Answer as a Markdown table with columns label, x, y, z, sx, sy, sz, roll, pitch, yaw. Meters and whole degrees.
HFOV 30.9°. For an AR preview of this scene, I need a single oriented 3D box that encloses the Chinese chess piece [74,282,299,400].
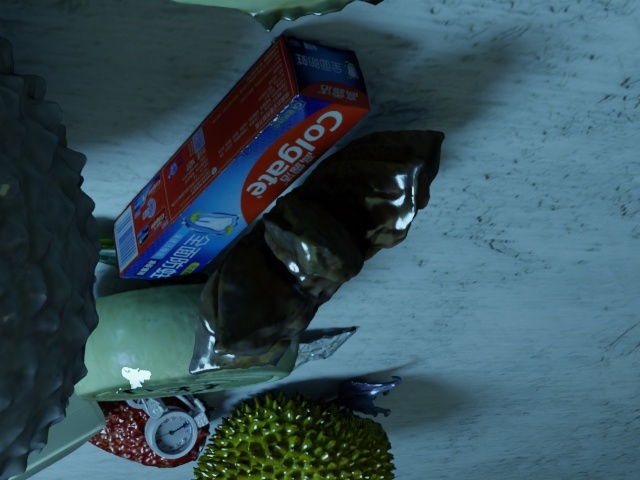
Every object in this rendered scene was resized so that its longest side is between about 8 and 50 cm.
| label | x | y | z | sx | sy | sz | roll | pitch | yaw |
| --- | --- | --- | --- | --- | --- | --- | --- | --- | --- |
| Chinese chess piece | -0.147 | 0.108 | 1.222 | 0.250 | 0.101 | 0.250 | -7 | 170 | -1 |

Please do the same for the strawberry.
| label | x | y | z | sx | sy | sz | roll | pitch | yaw |
| --- | --- | --- | --- | --- | --- | --- | --- | --- | --- |
| strawberry | -0.247 | 0.274 | 1.585 | 0.208 | 0.087 | 0.167 | -5 | 153 | -11 |

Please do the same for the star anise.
| label | x | y | z | sx | sy | sz | roll | pitch | yaw |
| --- | --- | --- | --- | --- | --- | --- | --- | --- | --- |
| star anise | -0.009 | 0.010 | 1.038 | 0.315 | 0.108 | 0.315 | -49 | 180 | 0 |

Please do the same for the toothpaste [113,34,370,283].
| label | x | y | z | sx | sy | sz | roll | pitch | yaw |
| --- | --- | --- | --- | --- | --- | --- | --- | --- | --- |
| toothpaste | -0.082 | -0.061 | 1.032 | 0.076 | 0.066 | 0.320 | 7 | 149 | -35 |

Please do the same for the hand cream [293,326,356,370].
| label | x | y | z | sx | sy | sz | roll | pitch | yaw |
| --- | --- | --- | --- | --- | --- | --- | --- | --- | --- |
| hand cream | -0.083 | 0.145 | 1.451 | 0.257 | 0.050 | 0.084 | -2 | 149 | -25 |

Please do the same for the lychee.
| label | x | y | z | sx | sy | sz | roll | pitch | yaw |
| --- | --- | --- | --- | --- | --- | --- | --- | --- | --- |
| lychee | -0.336 | 0.023 | 0.786 | 0.380 | 0.380 | 0.432 | 0 | 132 | -22 |

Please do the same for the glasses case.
| label | x | y | z | sx | sy | sz | roll | pitch | yaw |
| --- | --- | --- | --- | --- | --- | --- | --- | --- | --- |
| glasses case | -0.413 | 0.277 | 1.393 | 0.313 | 0.070 | 0.131 | -27 | 171 | -41 |

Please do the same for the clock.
| label | x | y | z | sx | sy | sz | roll | pitch | yaw |
| --- | --- | --- | --- | --- | --- | --- | --- | --- | --- |
| clock | -0.202 | 0.219 | 1.500 | 0.087 | 0.041 | 0.129 | -38 | 114 | -15 |

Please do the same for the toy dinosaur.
| label | x | y | z | sx | sy | sz | roll | pitch | yaw |
| --- | --- | --- | --- | --- | --- | --- | --- | --- | --- |
| toy dinosaur | 0.061 | 0.224 | 1.656 | 0.080 | 0.045 | 0.197 | 16 | 152 | -29 |

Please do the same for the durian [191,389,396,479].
| label | x | y | z | sx | sy | sz | roll | pitch | yaw |
| --- | --- | --- | --- | --- | --- | --- | --- | --- | --- |
| durian | -0.041 | 0.336 | 1.632 | 0.293 | 0.258 | 0.258 | 13 | 154 | 8 |

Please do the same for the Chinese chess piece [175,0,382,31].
| label | x | y | z | sx | sy | sz | roll | pitch | yaw |
| --- | --- | --- | --- | --- | --- | --- | --- | --- | --- |
| Chinese chess piece | -0.017 | -0.264 | 0.578 | 0.349 | 0.146 | 0.349 | -9 | 152 | -5 |

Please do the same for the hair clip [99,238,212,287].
| label | x | y | z | sx | sy | sz | roll | pitch | yaw |
| --- | --- | --- | --- | --- | --- | --- | --- | --- | --- |
| hair clip | -0.189 | 0.023 | 1.183 | 0.060 | 0.033 | 0.188 | -24 | 153 | 28 |
